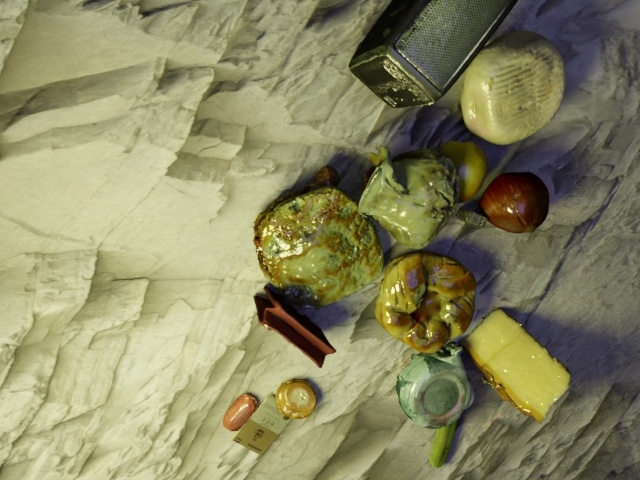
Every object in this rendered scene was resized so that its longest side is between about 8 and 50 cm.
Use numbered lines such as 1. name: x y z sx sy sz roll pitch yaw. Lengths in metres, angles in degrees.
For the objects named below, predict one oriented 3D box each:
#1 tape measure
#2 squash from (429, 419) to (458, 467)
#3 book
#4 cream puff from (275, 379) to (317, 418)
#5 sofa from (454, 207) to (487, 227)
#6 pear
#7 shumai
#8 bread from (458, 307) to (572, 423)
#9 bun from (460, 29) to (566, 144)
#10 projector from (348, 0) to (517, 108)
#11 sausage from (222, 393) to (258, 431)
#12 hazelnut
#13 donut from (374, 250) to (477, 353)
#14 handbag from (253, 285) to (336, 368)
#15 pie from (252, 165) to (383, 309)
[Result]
1. tape measure: 0.401 0.517 1.954 0.275 0.147 0.256 -26 107 -10
2. squash: 0.453 0.722 2.044 0.066 0.066 0.228 13 98 -14
3. book: -0.189 0.632 1.907 0.138 0.016 0.198 40 90 -27
4. cream puff: -0.086 0.535 1.873 0.144 0.103 0.126 30 54 -18
5. sofa: 0.505 -0.076 1.875 0.060 0.118 0.039 25 93 -15
6. pear: 0.445 -0.223 1.801 0.200 0.200 0.199 -2 101 -11
7. shumai: 0.232 -0.120 1.689 0.289 0.292 0.329 -18 116 -51
8. bread: 0.658 0.415 1.912 0.248 0.315 0.279 -43 96 -3
9. bun: 0.592 -0.487 1.772 0.361 0.213 0.360 -9 114 -22
10. projector: 0.303 -0.603 1.590 0.242 0.395 0.405 37 92 -17
11. sausage: -0.269 0.574 1.863 0.076 0.076 0.141 38 92 -16
12. hazelnut: 0.655 -0.124 1.850 0.230 0.229 0.229 -2 101 -11
13. donut: 0.352 0.196 1.871 0.361 0.170 0.360 -3 101 -13
14. handbag: -0.084 0.261 1.737 0.260 0.275 0.084 39 90 -17
15. pie: 0.001 0.025 1.764 0.395 0.180 0.418 -34 112 -6
